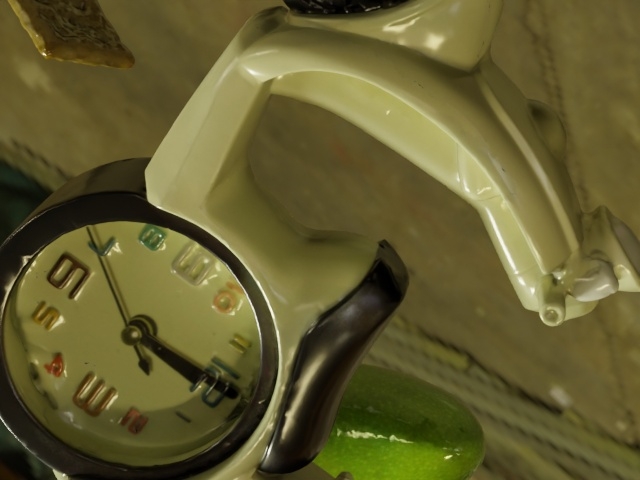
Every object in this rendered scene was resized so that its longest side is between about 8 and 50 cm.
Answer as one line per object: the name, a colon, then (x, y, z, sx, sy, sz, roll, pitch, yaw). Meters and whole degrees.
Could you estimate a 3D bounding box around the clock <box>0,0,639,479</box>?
clock: (0.000, 0.000, 0.819, 0.276, 0.379, 0.120, 39, -160, -6)

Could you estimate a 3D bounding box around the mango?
mango: (0.022, 0.196, 1.602, 0.192, 0.156, 0.343, 9, 169, -44)

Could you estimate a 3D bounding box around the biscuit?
biscuit: (-0.183, -0.158, 1.172, 0.018, 0.083, 0.081, -53, 54, 30)
